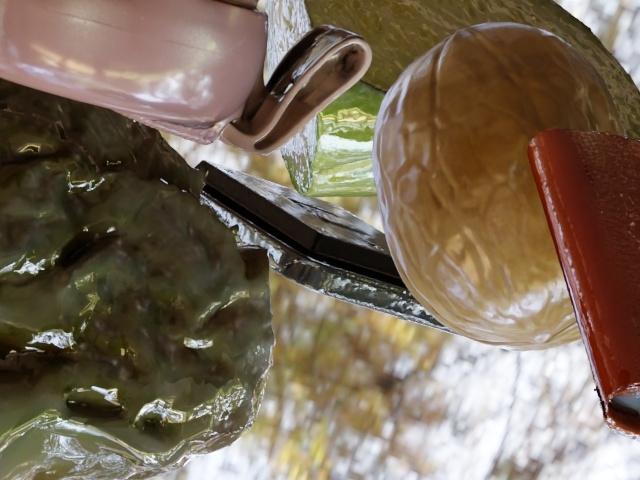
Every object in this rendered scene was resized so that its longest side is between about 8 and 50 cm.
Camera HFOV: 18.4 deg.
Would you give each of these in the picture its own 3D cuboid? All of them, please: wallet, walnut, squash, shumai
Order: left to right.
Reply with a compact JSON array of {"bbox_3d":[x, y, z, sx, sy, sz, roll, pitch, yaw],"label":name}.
[{"bbox_3d":[-0.207,0.051,1.105,0.346,0.217,0.283,45,-141,-9],"label":"shumai"},{"bbox_3d":[0.125,-0.139,1.550,0.309,0.210,0.233,-5,-134,-9],"label":"squash"},{"bbox_3d":[0.111,-0.032,1.186,0.165,0.165,0.197,-14,-104,-22],"label":"walnut"},{"bbox_3d":[0.189,0.027,1.027,0.142,0.045,0.204,15,-143,-19],"label":"wallet"}]

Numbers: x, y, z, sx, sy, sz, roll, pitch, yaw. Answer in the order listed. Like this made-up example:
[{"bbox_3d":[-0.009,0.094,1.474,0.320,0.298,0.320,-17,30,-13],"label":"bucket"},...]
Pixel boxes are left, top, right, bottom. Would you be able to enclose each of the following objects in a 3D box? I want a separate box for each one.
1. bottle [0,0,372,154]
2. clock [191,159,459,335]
[{"bbox_3d":[-0.053,-0.196,0.900,0.206,0.173,0.297,13,-85,-18],"label":"bottle"},{"bbox_3d":[0.000,-0.001,1.819,0.279,0.049,0.273,18,-169,-45],"label":"clock"}]
